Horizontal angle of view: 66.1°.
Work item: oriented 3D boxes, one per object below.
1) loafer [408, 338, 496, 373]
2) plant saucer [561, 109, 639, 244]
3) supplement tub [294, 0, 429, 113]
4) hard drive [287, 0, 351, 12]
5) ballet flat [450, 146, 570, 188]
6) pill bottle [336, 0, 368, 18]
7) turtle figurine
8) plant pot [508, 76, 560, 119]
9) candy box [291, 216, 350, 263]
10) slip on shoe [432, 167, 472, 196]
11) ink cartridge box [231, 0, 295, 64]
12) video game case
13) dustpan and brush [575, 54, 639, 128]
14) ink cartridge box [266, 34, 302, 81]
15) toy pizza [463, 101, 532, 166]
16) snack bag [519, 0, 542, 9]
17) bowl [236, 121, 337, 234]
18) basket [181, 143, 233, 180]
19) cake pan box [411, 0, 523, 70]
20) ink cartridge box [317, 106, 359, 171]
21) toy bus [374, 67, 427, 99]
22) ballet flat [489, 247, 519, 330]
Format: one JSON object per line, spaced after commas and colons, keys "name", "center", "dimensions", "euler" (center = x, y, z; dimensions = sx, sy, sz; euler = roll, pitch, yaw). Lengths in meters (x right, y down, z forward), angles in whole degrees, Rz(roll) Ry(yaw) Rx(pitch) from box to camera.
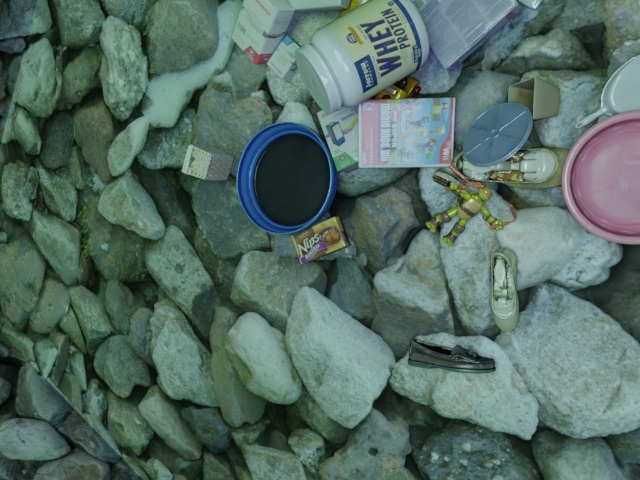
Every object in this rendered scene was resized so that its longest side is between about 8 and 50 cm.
{"name": "loafer", "center": [0.394, 0.352, 1.503], "dimensions": [0.267, 0.096, 0.084], "euler": [-2, 87, 29]}
{"name": "plant saucer", "center": [0.792, -0.157, 1.248], "dimensions": [0.332, 0.084, 0.332], "euler": [2, 95, 21]}
{"name": "supplement tub", "center": [0.115, -0.527, 1.395], "dimensions": [0.324, 0.235, 0.235], "euler": [-32, 77, -5]}
{"name": "hard drive", "center": [-0.009, -0.859, 1.576], "dimensions": [0.353, 0.047, 0.233], "euler": [26, 106, 48]}
{"name": "ballet flat", "center": [0.537, -0.208, 1.375], "dimensions": [0.348, 0.123, 0.123], "euler": [6, 96, 27]}
{"name": "pill bottle", "center": [0.108, -0.661, 1.551], "dimensions": [0.136, 0.136, 0.246], "euler": [42, 111, 19]}
{"name": "turtle figurine", "center": [0.416, -0.097, 1.442], "dimensions": [0.269, 0.087, 0.217], "euler": [34, 122, -18]}
{"name": "plant pot", "center": [0.585, -0.374, 1.337], "dimensions": [0.096, 0.109, 0.109], "euler": [0, 94, -16]}
{"name": "candy box", "center": [0.000, 0.000, 1.701], "dimensions": [0.186, 0.053, 0.109], "euler": [-22, 83, 25]}
{"name": "slip on shoe", "center": [0.405, -0.173, 1.486], "dimensions": [0.135, 0.041, 0.051], "euler": [31, 152, 13]}
{"name": "ink cartridge box", "center": [-0.200, -0.746, 1.691], "dimensions": [0.158, 0.092, 0.218], "euler": [51, 138, 15]}
{"name": "video game case", "center": [0.257, -0.323, 1.485], "dimensions": [0.285, 0.025, 0.204], "euler": [0, 105, 5]}
{"name": "dustpan and brush", "center": [0.771, -0.359, 1.283], "dimensions": [0.211, 0.060, 0.147], "euler": [-34, 91, 19]}
{"name": "ink cartridge box", "center": [-0.116, -0.634, 1.717], "dimensions": [0.088, 0.052, 0.122], "euler": [48, 111, 17]}
{"name": "toy pizza", "center": [0.482, -0.284, 1.338], "dimensions": [0.201, 0.032, 0.201], "euler": [-30, 45, 35]}
{"name": "snack bag", "center": [0.565, -0.853, 1.359], "dimensions": [0.342, 0.037, 0.323], "euler": [45, 111, 17]}
{"name": "bowl", "center": [-0.118, -0.215, 1.725], "dimensions": [0.391, 0.077, 0.391], "euler": [0, 91, 28]}
{"name": "basket", "center": [-0.416, -0.286, 1.834], "dimensions": [0.103, 0.167, 0.113], "euler": [24, 104, 19]}
{"name": "cake pan box", "center": [0.399, -0.668, 1.419], "dimensions": [0.267, 0.070, 0.246], "euler": [-40, 74, 34]}
{"name": "ink cartridge box", "center": [0.101, -0.349, 1.603], "dimensions": [0.154, 0.093, 0.212], "euler": [-21, 82, 27]}
{"name": "toy bus", "center": [0.230, -0.449, 1.522], "dimensions": [0.191, 0.104, 0.202], "euler": [-13, 88, 27]}
{"name": "ballet flat", "center": [0.527, 0.146, 1.423], "dimensions": [0.086, 0.086, 0.248], "euler": [-3, 93, 27]}
